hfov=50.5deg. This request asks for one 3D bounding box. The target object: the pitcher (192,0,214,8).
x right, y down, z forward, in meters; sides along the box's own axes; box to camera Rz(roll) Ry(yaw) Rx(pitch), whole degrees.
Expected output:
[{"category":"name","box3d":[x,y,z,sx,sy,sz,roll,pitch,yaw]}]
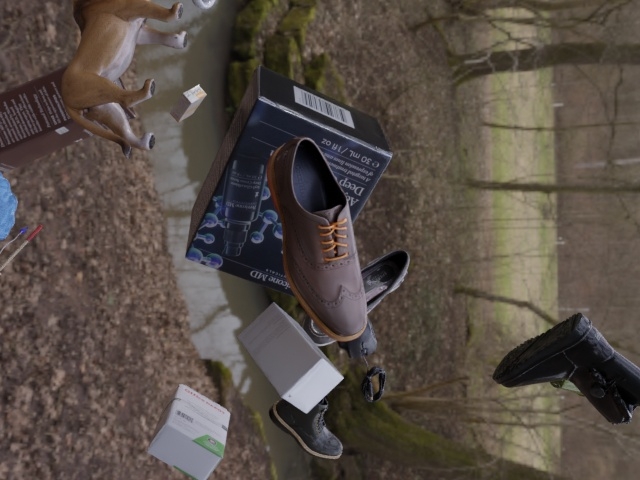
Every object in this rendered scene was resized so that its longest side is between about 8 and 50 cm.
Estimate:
[{"category":"pitcher","box3d":[-0.198,-0.447,1.038,0.207,0.126,0.177,-54,152,-67]}]

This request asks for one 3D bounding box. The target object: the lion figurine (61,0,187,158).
[{"category":"lion figurine","box3d":[-0.391,-0.341,1.246,0.142,0.240,0.392,94,9,-67]}]

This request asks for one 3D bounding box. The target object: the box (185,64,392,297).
[{"category":"box","box3d":[-0.080,-0.116,1.456,0.395,0.294,0.212,-61,-161,27]}]

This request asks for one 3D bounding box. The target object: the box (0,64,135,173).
[{"category":"box","box3d":[-0.667,-0.305,1.662,0.191,0.382,0.143,170,-103,-85]}]

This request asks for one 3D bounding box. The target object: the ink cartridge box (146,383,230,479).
[{"category":"ink cartridge box","box3d":[-0.318,0.469,1.671,0.092,0.160,0.219,-55,-171,9]}]

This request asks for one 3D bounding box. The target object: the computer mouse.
[{"category":"computer mouse","box3d":[0.084,0.227,1.277,0.041,0.071,0.242,-124,-168,-54]}]

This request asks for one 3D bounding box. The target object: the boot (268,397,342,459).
[{"category":"boot","box3d":[-0.002,0.408,1.520,0.198,0.137,0.076,36,36,-15]}]

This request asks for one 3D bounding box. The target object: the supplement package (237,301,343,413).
[{"category":"supplement package","box3d":[-0.060,0.227,1.319,0.105,0.179,0.105,-43,139,-2]}]

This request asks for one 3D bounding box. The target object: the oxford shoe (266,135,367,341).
[{"category":"oxford shoe","box3d":[0.000,0.000,1.155,0.363,0.130,0.133,69,-17,0]}]

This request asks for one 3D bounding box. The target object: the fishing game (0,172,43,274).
[{"category":"fishing game","box3d":[-0.670,-0.063,1.278,0.264,0.041,0.189,49,53,-26]}]

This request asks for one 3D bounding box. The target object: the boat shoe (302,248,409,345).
[{"category":"boat shoe","box3d":[0.087,0.120,1.593,0.335,0.112,0.095,-34,160,-34]}]

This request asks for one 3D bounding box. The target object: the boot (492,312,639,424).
[{"category":"boot","box3d":[0.467,0.265,1.253,0.207,0.246,0.094,45,43,0]}]

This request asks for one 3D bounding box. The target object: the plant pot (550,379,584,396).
[{"category":"plant pot","box3d":[0.533,0.291,1.449,0.083,0.079,0.083,-174,-90,-65]}]

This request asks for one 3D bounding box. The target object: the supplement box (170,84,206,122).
[{"category":"supplement box","box3d":[-0.356,-0.367,1.824,0.036,0.098,0.062,49,48,-3]}]
